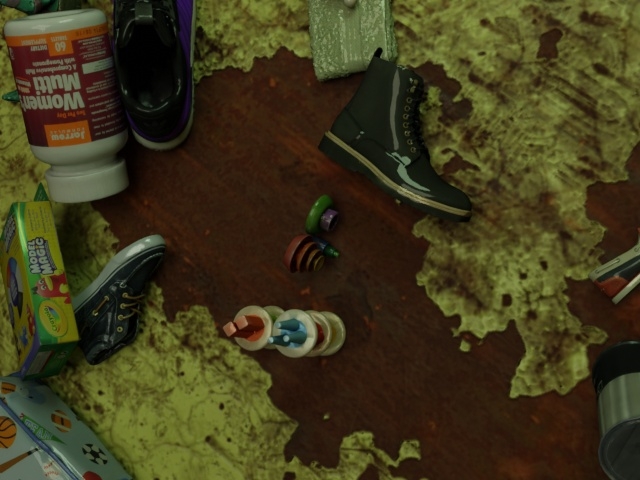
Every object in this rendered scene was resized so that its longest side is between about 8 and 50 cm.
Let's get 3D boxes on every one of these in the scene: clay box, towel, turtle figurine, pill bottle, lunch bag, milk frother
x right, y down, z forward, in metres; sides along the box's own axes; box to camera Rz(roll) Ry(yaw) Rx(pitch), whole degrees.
[{"bbox_3d":[-0.362,0.050,1.093,0.127,0.053,0.222,-47,56,50],"label":"clay box"},{"bbox_3d":[0.034,-0.268,1.038,0.110,0.027,0.148,-7,82,20],"label":"towel"},{"bbox_3d":[-0.372,-0.296,1.131,0.118,0.175,0.234,6,95,1],"label":"turtle figurine"},{"bbox_3d":[-0.305,-0.165,1.066,0.121,0.121,0.221,1,111,20],"label":"pill bottle"},{"bbox_3d":[-0.384,0.326,1.088,0.303,0.115,0.243,41,101,18],"label":"lunch bag"},{"bbox_3d":[0.340,0.176,0.822,0.143,0.134,0.129,-16,110,21],"label":"milk frother"}]

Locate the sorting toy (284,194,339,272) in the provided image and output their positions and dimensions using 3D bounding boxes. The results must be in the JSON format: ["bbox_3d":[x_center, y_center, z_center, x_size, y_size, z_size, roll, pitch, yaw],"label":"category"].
[{"bbox_3d":[0.000,0.000,1.006,0.042,0.061,0.102,27,76,20],"label":"sorting toy"}]

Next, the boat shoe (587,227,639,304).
[{"bbox_3d":[0.338,0.006,0.889,0.137,0.049,0.043,-47,69,15],"label":"boat shoe"}]

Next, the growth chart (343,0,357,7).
[{"bbox_3d":[0.049,-0.401,0.975,0.172,0.021,0.237,40,115,6],"label":"growth chart"}]

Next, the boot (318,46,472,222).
[{"bbox_3d":[0.104,-0.117,0.963,0.198,0.077,0.137,32,103,19],"label":"boot"}]

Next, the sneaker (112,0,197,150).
[{"bbox_3d":[-0.204,-0.266,1.049,0.102,0.146,0.293,-7,85,-2],"label":"sneaker"}]

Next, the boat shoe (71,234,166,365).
[{"bbox_3d":[-0.245,0.076,1.089,0.183,0.065,0.083,-42,73,19],"label":"boat shoe"}]

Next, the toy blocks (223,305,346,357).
[{"bbox_3d":[-0.051,0.101,0.967,0.123,0.148,0.054,4,86,20],"label":"toy blocks"}]
